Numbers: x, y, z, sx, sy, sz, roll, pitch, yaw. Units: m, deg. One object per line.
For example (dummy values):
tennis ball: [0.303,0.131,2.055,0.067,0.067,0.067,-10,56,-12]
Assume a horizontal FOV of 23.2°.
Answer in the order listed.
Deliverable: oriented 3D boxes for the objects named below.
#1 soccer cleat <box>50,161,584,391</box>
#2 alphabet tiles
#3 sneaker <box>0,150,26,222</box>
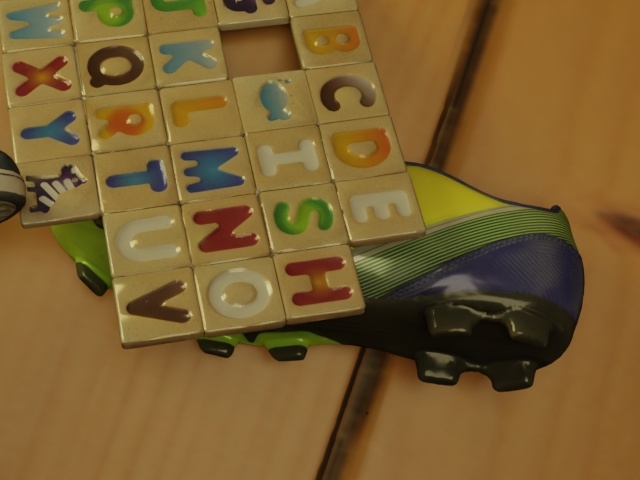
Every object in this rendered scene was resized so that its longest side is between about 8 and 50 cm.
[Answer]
soccer cleat: [0.000,0.001,0.849,0.289,0.093,0.121,12,52,-1]
alphabet tiles: [-0.059,-0.051,0.808,0.198,0.009,0.237,-8,54,-9]
sneaker: [-0.255,-0.076,0.782,0.226,0.086,0.163,-3,83,16]
